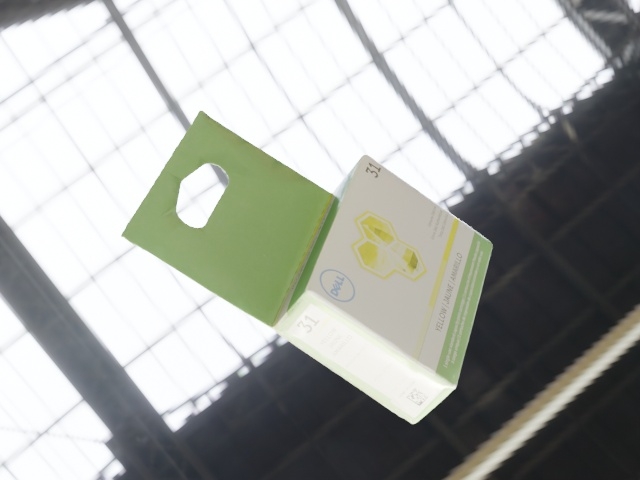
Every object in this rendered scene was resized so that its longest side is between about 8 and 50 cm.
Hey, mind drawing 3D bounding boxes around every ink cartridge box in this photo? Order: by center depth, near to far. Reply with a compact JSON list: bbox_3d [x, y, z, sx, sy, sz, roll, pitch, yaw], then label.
[{"bbox_3d":[0.000,0.000,0.969,0.056,0.235,0.171,-49,-169,37],"label":"ink cartridge box"}]
